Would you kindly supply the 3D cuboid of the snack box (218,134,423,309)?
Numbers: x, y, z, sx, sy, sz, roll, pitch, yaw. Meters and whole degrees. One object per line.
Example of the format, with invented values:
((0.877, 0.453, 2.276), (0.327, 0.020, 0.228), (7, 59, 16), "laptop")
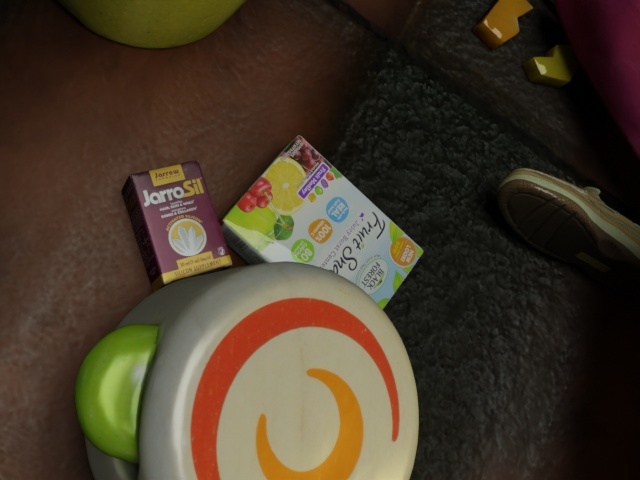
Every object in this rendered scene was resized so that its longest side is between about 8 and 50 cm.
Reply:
((0.000, 0.000, 0.609), (0.141, 0.037, 0.100), (43, 66, -9), "snack box")

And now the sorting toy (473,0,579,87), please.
((0.294, -0.270, 0.799), (0.229, 0.041, 0.307), (41, 65, -9), "sorting toy")

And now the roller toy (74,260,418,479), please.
((-0.046, 0.115, 0.498), (0.191, 0.146, 0.209), (-37, 104, -32), "roller toy")

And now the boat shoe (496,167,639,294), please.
((0.238, -0.020, 0.708), (0.190, 0.068, 0.072), (32, 54, -24), "boat shoe")

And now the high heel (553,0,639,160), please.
((0.330, -0.079, 0.748), (0.127, 0.181, 0.377), (-20, 110, -40), "high heel")

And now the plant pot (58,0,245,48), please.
((-0.099, -0.264, 0.513), (0.276, 0.254, 0.276), (6, 74, -22), "plant pot")

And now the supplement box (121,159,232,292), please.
((-0.106, -0.010, 0.563), (0.055, 0.043, 0.083), (-17, 84, -25), "supplement box")
